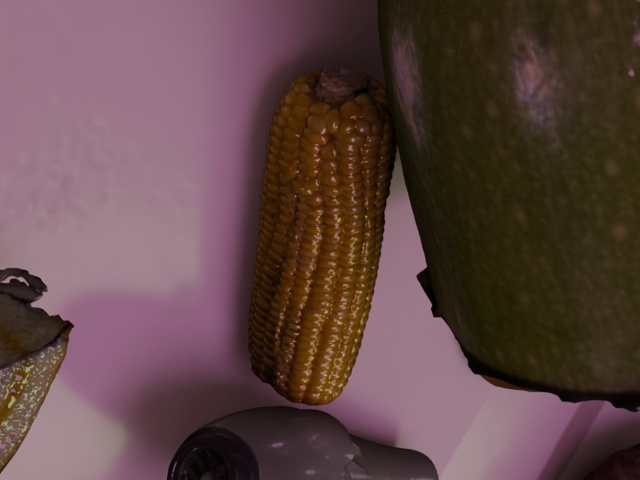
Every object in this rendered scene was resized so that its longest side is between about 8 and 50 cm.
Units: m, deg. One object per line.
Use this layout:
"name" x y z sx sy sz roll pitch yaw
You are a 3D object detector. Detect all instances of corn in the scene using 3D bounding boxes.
"corn" 0.000 0.000 1.086 0.072 0.072 0.203 -12 125 -30

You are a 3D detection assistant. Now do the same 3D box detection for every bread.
"bread" -0.196 0.090 0.974 0.156 0.103 0.110 -19 122 -18

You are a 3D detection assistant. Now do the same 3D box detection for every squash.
"squash" 0.152 -0.128 0.980 0.310 0.310 0.309 -33 124 -15

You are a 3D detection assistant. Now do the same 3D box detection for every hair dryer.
"hair dryer" -0.038 0.191 1.185 0.229 0.092 0.267 -8 142 -44

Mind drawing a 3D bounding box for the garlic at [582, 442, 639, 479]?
"garlic" 0.229 0.195 1.351 0.159 0.102 0.147 -27 144 -5

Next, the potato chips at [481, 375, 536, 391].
"potato chips" 0.184 0.023 1.221 0.202 0.049 0.150 -22 121 -9
